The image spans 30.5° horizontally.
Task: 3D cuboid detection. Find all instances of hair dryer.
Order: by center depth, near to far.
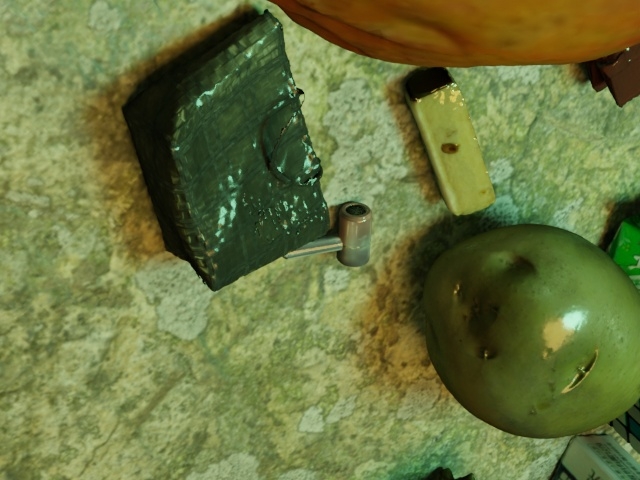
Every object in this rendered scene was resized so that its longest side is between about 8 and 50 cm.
[{"bbox_3d":[0.000,0.000,1.255,0.114,0.037,0.063,-11,125,-18],"label":"hair dryer"}]

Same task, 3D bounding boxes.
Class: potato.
[{"bbox_3d":[0.259,0.113,1.374,0.243,0.221,0.326,-48,139,3],"label":"potato"}]

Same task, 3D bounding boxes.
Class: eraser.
[{"bbox_3d":[0.446,0.410,1.665,0.086,0.287,0.130,8,117,-34],"label":"eraser"}]

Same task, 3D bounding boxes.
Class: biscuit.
[{"bbox_3d":[0.138,-0.102,1.256,0.056,0.052,0.188,-26,133,2],"label":"biscuit"}]

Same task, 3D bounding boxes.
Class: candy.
[{"bbox_3d":[0.426,0.018,1.516,0.141,0.078,0.203,4,132,-22],"label":"candy"}]

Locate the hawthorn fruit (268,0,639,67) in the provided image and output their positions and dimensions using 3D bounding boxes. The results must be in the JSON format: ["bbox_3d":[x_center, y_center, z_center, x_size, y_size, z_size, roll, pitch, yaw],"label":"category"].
[{"bbox_3d":[0.091,-0.339,0.816,0.471,0.472,0.472,-17,130,-22],"label":"hawthorn fruit"}]

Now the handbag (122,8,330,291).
[{"bbox_3d":[-0.078,-0.073,1.124,0.175,0.088,0.270,-31,134,-21],"label":"handbag"}]

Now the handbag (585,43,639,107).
[{"bbox_3d":[0.374,-0.308,1.237,0.275,0.084,0.260,-37,135,-4],"label":"handbag"}]

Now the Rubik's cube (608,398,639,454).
[{"bbox_3d":[0.483,0.202,1.629,0.154,0.155,0.151,-30,133,-12],"label":"Rubik's cube"}]

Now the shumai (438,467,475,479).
[{"bbox_3d":[0.184,0.483,1.559,0.324,0.397,0.323,-34,111,-51],"label":"shumai"}]
